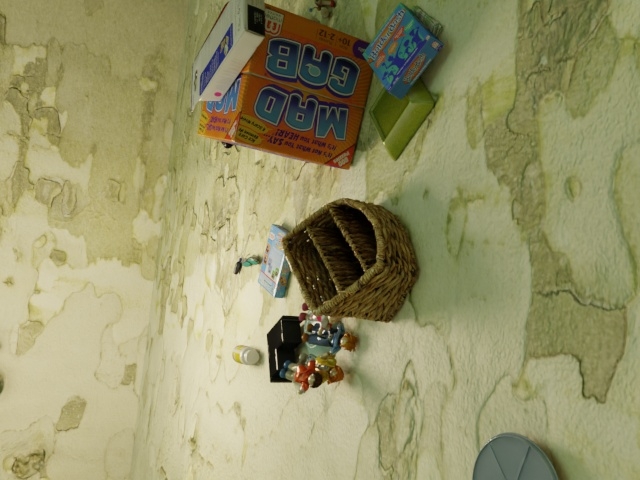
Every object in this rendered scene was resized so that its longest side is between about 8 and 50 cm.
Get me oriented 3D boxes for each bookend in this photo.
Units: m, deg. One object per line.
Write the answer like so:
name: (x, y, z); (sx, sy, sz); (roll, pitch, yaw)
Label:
bookend: (-0.099, 0.325, 1.824); (0.157, 0.072, 0.156); (127, 142, -52)

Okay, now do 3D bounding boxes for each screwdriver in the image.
screwdriver: (-0.301, 0.055, 2.347); (0.025, 0.024, 0.170); (-73, 4, -72)

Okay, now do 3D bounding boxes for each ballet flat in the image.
ballet flat: (-0.252, 0.070, 2.237); (0.114, 0.041, 0.041); (-17, 67, 58)

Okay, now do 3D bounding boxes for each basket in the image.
basket: (0.068, 0.025, 1.467); (0.213, 0.223, 0.299); (-63, 32, 29)

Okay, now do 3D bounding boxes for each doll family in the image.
doll family: (0.015, 0.283, 1.609); (0.163, 0.118, 0.263); (5, 75, 47)

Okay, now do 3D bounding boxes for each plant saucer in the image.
plant saucer: (0.189, -0.330, 1.535); (0.188, 0.045, 0.188); (-56, 37, 37)
plant saucer: (-0.007, 0.251, 1.733); (0.195, 0.037, 0.195); (-26, 60, 58)

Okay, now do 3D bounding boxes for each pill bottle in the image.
pill bottle: (-0.257, 0.398, 2.118); (0.116, 0.065, 0.065); (-8, 75, 61)

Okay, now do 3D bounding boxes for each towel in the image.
towel: (0.239, -0.508, 1.518); (0.113, 0.023, 0.152); (-62, 33, 29)

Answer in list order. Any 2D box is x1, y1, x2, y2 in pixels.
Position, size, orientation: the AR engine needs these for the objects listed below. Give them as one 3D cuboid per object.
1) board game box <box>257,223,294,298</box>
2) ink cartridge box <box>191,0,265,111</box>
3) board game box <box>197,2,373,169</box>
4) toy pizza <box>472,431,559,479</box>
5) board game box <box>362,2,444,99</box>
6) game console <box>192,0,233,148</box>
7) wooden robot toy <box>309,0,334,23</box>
board game box: (-0.144, 0.066, 2.035); (0.160, 0.039, 0.212); (32, 110, 60)
ink cartridge box: (-0.253, -0.503, 1.624); (0.371, 0.069, 0.176); (-33, 53, 49)
board game box: (-0.107, -0.430, 1.776); (0.356, 0.356, 0.356); (23, 102, 61)
toy pizza: (0.339, 0.434, 1.049); (0.201, 0.032, 0.201); (-23, 63, 57)
board game box: (0.194, -0.463, 1.486); (0.160, 0.047, 0.210); (-52, 36, 25)
game console: (-0.295, -0.548, 2.029); (0.386, 0.060, 0.342); (75, -145, -58)
wooden robot toy: (0.012, -0.772, 1.993); (0.079, 0.076, 0.173); (-38, -39, -79)
